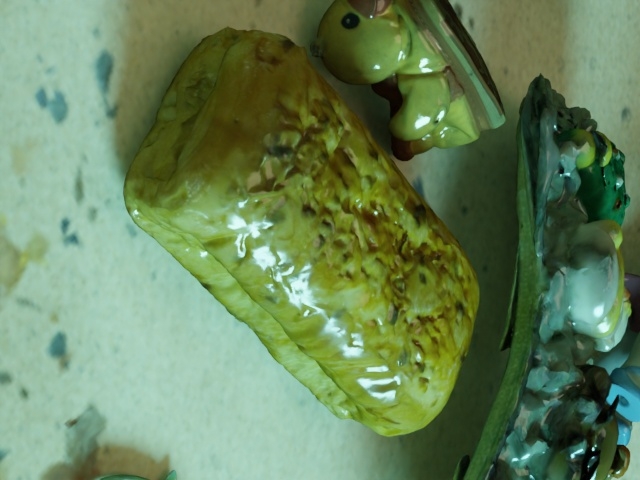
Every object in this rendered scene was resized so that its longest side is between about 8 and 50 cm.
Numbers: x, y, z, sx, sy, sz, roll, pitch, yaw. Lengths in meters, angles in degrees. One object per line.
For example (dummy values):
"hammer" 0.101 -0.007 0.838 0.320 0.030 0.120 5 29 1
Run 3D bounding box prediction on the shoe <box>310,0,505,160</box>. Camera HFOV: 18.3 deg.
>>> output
"shoe" 0.046 -0.082 0.994 0.109 0.069 0.072 37 27 -54

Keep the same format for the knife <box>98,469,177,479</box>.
"knife" -0.038 0.155 0.951 0.212 0.015 0.054 33 60 -42

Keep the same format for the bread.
"bread" 0.000 0.000 0.940 0.211 0.083 0.114 47 53 -40

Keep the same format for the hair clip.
"hair clip" 0.122 0.078 1.045 0.138 0.091 0.321 39 63 -68

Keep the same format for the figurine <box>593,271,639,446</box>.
"figurine" 0.230 0.006 1.161 0.260 0.103 0.205 -44 151 -33
